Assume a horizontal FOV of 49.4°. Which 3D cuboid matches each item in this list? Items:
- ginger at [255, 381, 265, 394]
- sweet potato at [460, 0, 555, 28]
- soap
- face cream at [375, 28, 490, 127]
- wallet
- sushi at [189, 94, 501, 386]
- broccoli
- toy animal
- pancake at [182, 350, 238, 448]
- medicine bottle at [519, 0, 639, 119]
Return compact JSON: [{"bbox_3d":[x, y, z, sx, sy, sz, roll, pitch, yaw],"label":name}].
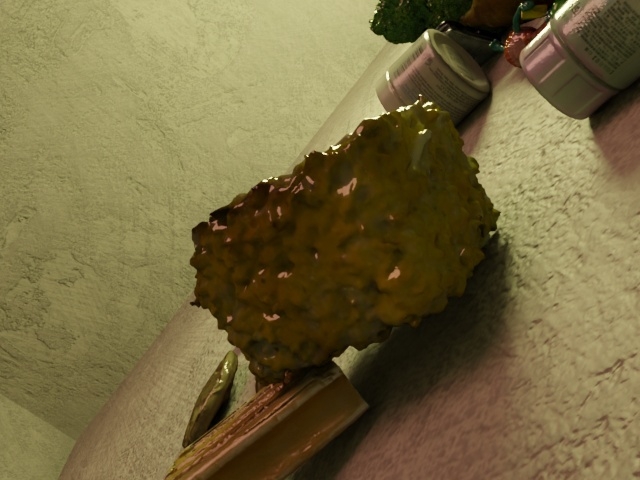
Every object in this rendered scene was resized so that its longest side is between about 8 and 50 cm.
[{"bbox_3d":[-0.063,0.222,1.197,0.333,0.080,0.166,-113,46,-68],"label":"ginger"},{"bbox_3d":[0.371,-0.465,1.191,0.158,0.157,0.369,-57,8,-18],"label":"sweet potato"},{"bbox_3d":[-0.077,0.261,0.915,0.274,0.089,0.173,-37,5,-7],"label":"soap"},{"bbox_3d":[0.221,-0.301,1.362,0.153,0.177,0.177,-43,16,32],"label":"face cream"},{"bbox_3d":[0.266,-0.378,1.493,0.222,0.167,0.036,-42,54,46],"label":"wallet"},{"bbox_3d":[0.030,-0.003,0.920,0.396,0.240,0.351,-30,4,34],"label":"sushi"},{"bbox_3d":[0.313,-0.580,1.553,0.413,0.321,0.310,-46,43,24],"label":"broccoli"},{"bbox_3d":[0.361,-0.355,1.182,0.100,0.103,0.208,-45,8,-6],"label":"toy animal"},{"bbox_3d":[-0.241,0.357,1.533,0.242,0.050,0.242,-58,6,11],"label":"pancake"},{"bbox_3d":[0.348,-0.246,0.856,0.168,0.135,0.135,-47,13,38],"label":"medicine bottle"}]
